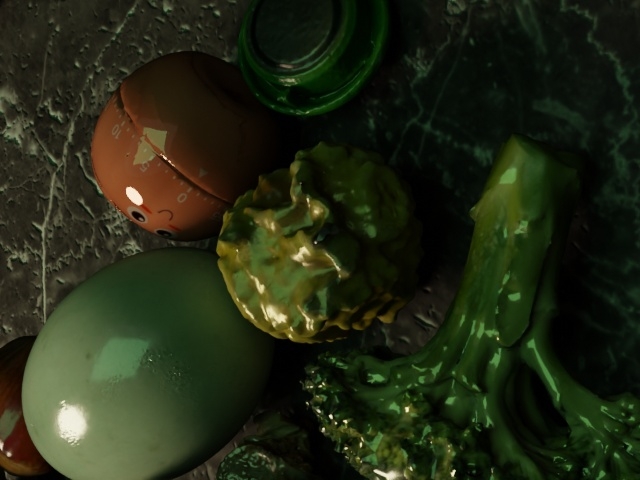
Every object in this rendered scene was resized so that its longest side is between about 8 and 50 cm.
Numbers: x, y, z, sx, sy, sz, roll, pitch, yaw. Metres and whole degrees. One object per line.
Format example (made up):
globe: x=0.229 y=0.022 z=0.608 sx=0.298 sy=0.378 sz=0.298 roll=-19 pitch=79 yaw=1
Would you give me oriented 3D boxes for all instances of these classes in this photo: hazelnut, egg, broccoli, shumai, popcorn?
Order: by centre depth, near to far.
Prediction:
broccoli: x=0.150 y=0.109 z=1.481 sx=0.353 sy=0.275 sz=0.397 roll=-15 pitch=85 yaw=-4
popcorn: x=-0.001 y=0.005 z=1.598 sx=0.249 sy=0.225 sz=0.249 roll=2 pitch=97 yaw=18
shumai: x=-0.062 y=0.269 z=1.745 sx=0.145 sy=0.145 sz=0.116 roll=-26 pitch=55 yaw=39
egg: x=-0.219 y=0.163 z=1.770 sx=0.389 sy=0.276 sz=0.276 roll=-37 pitch=67 yaw=30
hazelnut: x=-0.409 y=0.240 z=2.020 sx=0.210 sy=0.210 sz=0.186 roll=-7 pitch=113 yaw=42

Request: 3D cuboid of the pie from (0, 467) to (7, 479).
pie: x=-0.503 y=0.472 z=2.052 sx=0.071 sy=0.323 sz=0.323 roll=4 pitch=95 yaw=-2

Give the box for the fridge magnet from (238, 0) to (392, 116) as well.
fridge magnet: x=-0.012 y=-0.251 z=1.691 sx=0.208 sy=0.088 sz=0.208 roll=-8 pitch=72 yaw=27

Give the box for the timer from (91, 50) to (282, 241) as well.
timer: x=-0.167 y=-0.114 z=1.752 sx=0.215 sy=0.230 sz=0.229 roll=-49 pitch=60 yaw=24
